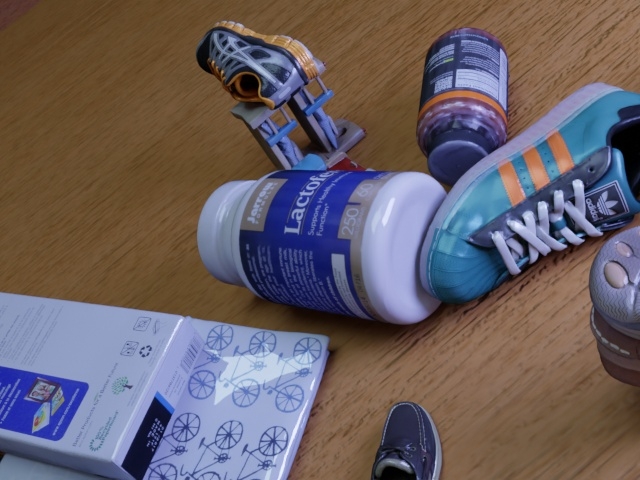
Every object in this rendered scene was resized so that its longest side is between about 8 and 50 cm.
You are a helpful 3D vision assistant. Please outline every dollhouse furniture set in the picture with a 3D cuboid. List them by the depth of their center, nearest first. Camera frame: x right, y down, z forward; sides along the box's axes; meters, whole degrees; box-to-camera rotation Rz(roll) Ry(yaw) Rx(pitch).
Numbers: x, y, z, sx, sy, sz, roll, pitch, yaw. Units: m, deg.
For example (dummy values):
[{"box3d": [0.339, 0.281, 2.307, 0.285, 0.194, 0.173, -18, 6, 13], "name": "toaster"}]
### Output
[{"box3d": [0.002, -0.135, 1.004, 0.129, 0.129, 0.184, -41, 37, -7], "name": "dollhouse furniture set"}]

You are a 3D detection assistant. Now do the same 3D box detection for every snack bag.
[{"box3d": [-0.188, 0.215, 0.804, 0.343, 0.037, 0.323, 5, 53, 24], "name": "snack bag"}]

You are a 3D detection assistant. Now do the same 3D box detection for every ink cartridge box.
[{"box3d": [-0.302, 0.145, 0.845, 0.333, 0.065, 0.165, 6, 55, 25], "name": "ink cartridge box"}]

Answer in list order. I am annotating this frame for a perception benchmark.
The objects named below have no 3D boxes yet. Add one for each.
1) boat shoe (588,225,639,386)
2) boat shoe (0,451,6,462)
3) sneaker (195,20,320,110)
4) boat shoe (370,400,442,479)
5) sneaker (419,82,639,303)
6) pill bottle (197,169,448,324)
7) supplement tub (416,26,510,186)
[{"box3d": [0.354, 0.039, 0.576, 0.324, 0.116, 0.123, -6, 40, 3], "name": "boat shoe"}, {"box3d": [-0.388, 0.241, 0.939, 0.342, 0.123, 0.123, -35, 68, -17], "name": "boat shoe"}, {"box3d": [-0.099, -0.219, 0.998, 0.215, 0.084, 0.083, 20, 68, 46], "name": "sneaker"}, {"box3d": [0.071, 0.199, 0.672, 0.056, 0.049, 0.152, -17, 41, 22], "name": "boat shoe"}, {"box3d": [0.228, -0.042, 0.759, 0.302, 0.108, 0.121, -42, 34, -11], "name": "sneaker"}, {"box3d": [0.000, 0.000, 0.849, 0.265, 0.153, 0.153, 5, 53, 40], "name": "pill bottle"}, {"box3d": [0.167, -0.154, 0.923, 0.106, 0.106, 0.198, -12, 44, 27], "name": "supplement tub"}]
